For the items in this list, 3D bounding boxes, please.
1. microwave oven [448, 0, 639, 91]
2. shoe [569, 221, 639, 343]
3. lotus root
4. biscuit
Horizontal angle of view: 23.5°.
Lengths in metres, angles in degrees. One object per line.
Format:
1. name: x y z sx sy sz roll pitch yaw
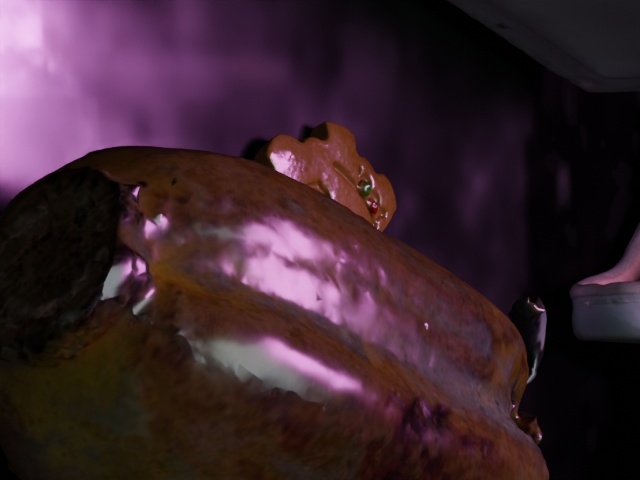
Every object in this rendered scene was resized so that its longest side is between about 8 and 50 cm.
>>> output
1. microwave oven: 0.144 -0.231 0.636 0.237 0.181 0.295 22 74 -52
2. shoe: 0.196 0.016 0.788 0.195 0.079 0.078 -3 94 -48
3. lotus root: -0.014 0.049 0.490 0.241 0.123 0.124 30 39 -45
4. biscuit: 0.000 0.000 0.591 0.082 0.016 0.092 24 70 -50
